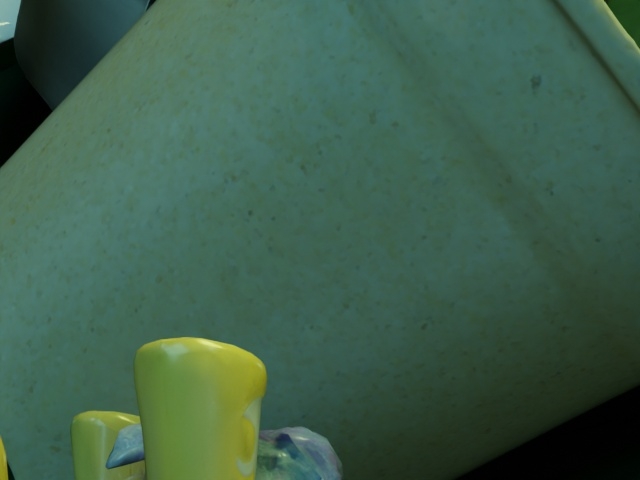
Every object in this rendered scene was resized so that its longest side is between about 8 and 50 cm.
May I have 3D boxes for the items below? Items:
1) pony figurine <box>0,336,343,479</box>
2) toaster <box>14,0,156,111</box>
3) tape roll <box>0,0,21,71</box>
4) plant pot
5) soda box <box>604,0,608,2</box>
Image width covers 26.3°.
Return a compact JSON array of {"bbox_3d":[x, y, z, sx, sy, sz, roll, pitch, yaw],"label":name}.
[{"bbox_3d":[-0.075,0.215,0.388,0.303,0.351,0.363,-10,66,28],"label":"pony figurine"},{"bbox_3d":[-0.075,-0.149,0.791,0.110,0.186,0.168,45,52,14],"label":"toaster"},{"bbox_3d":[-0.180,-0.203,0.804,0.321,0.321,0.077,-36,85,-4],"label":"tape roll"},{"bbox_3d":[0.000,0.000,0.632,0.305,0.334,0.334,-38,48,10],"label":"plant pot"},{"bbox_3d":[0.102,-0.264,0.772,0.091,0.286,0.098,2,55,26],"label":"soda box"}]
